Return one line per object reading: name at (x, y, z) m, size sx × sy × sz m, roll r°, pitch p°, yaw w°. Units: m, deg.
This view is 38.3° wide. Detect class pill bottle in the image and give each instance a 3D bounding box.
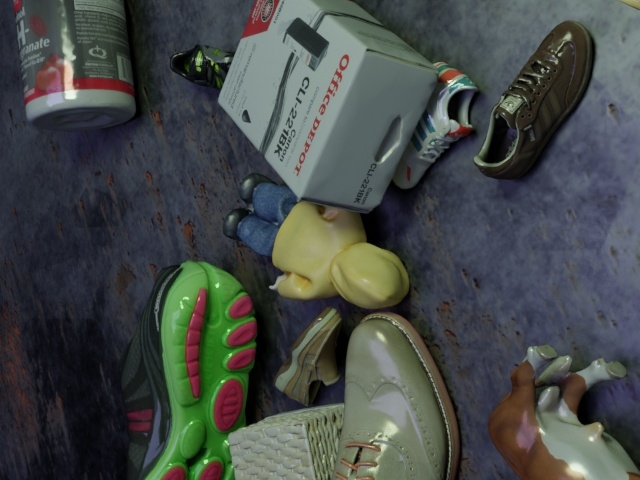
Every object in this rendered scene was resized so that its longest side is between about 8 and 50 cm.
pill bottle at (-0.405, -0.350, 1.504) m, size 0.176 × 0.176 × 0.319 m, roll -13°, pitch 83°, yaw 42°

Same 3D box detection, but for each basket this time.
basket at (-0.032, 0.287, 1.233) m, size 0.167 × 0.103 × 0.113 m, roll -19°, pitch 80°, yaw 41°

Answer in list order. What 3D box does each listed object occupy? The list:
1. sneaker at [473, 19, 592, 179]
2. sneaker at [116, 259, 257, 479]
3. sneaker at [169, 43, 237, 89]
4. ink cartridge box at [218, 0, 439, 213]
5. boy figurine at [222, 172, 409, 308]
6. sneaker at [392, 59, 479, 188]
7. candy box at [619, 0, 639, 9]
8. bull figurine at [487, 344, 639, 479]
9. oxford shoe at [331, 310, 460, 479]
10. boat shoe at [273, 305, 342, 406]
sneaker at (0.229, -0.148, 0.998) m, size 0.066 × 0.071 × 0.188 m, roll 38°, pitch 116°, yaw 35°
sneaker at (-0.209, 0.258, 1.378) m, size 0.202 × 0.185 × 0.483 m, roll 30°, pitch 109°, yaw 57°
sneaker at (-0.148, -0.247, 1.337) m, size 0.188 × 0.078 × 0.067 m, roll 13°, pitch 101°, yaw 41°
ink cartridge box at (-0.001, -0.188, 1.139) m, size 0.273 × 0.114 × 0.197 m, roll 50°, pitch 124°, yaw 46°
boy figurine at (0.000, 0.000, 1.201) m, size 0.285 × 0.092 × 0.177 m, roll 27°, pitch 96°, yaw 37°
sneaker at (0.135, -0.127, 1.094) m, size 0.075 × 0.057 × 0.161 m, roll 37°, pitch 113°, yaw 42°
candy box at (0.437, -0.233, 0.791) m, size 0.316 × 0.087 × 0.183 m, roll 38°, pitch 115°, yaw 35°
bull figurine at (0.289, 0.245, 0.923) m, size 0.310 × 0.101 × 0.188 m, roll 43°, pitch 131°, yaw 36°
oxford shoe at (0.076, 0.285, 1.104) m, size 0.140 × 0.146 × 0.397 m, roll -12°, pitch 83°, yaw 43°
boat shoe at (-0.001, 0.158, 1.218) m, size 0.072 × 0.068 × 0.190 m, roll 42°, pitch 143°, yaw 13°
